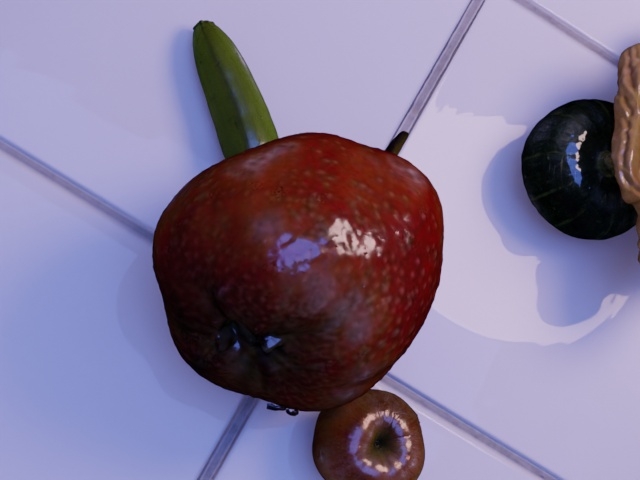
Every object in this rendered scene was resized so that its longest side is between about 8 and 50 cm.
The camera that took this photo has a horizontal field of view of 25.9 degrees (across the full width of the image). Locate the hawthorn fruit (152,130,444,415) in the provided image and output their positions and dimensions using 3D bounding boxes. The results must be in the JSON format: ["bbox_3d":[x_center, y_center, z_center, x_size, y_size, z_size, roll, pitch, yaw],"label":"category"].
[{"bbox_3d":[0.000,0.000,1.458,0.285,0.285,0.369,42,60,-2],"label":"hawthorn fruit"}]

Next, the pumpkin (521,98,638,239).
[{"bbox_3d":[0.317,-0.083,1.626,0.167,0.125,0.167,16,61,-31],"label":"pumpkin"}]

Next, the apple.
[{"bbox_3d":[0.050,0.223,1.505,0.126,0.102,0.126,5,74,-18],"label":"apple"}]

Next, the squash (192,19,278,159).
[{"bbox_3d":[-0.098,-0.157,1.572,0.066,0.066,0.201,-19,76,-17],"label":"squash"}]

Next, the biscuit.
[{"bbox_3d":[0.422,-0.102,1.617,0.269,0.051,0.376,41,51,-34],"label":"biscuit"}]
